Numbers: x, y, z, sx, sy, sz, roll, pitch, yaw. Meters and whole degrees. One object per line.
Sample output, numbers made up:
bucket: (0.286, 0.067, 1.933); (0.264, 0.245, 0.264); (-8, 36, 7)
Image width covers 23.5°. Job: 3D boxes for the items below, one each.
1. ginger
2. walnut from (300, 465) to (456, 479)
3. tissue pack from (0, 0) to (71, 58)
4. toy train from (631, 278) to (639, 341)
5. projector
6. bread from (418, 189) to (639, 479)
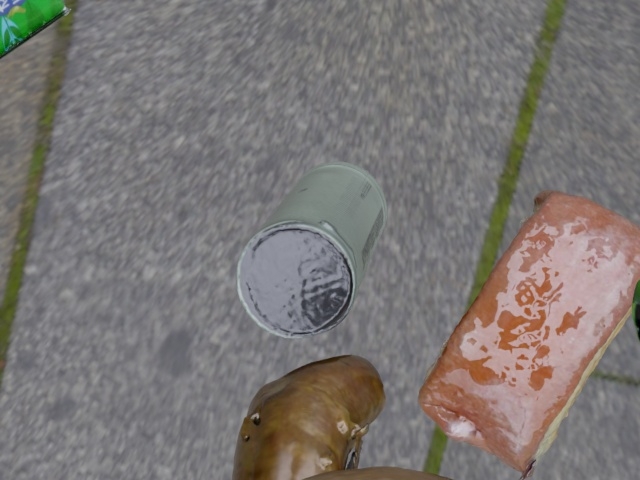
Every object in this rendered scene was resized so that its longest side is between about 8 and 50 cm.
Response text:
ginger: (-0.004, 0.202, 1.116); (0.133, 0.309, 0.107); (-10, 139, 1)
walnut: (0.040, 0.202, 0.650); (0.203, 0.298, 0.203); (0, 89, -12)
tissue pack: (-0.291, -0.137, 0.918); (0.156, 0.209, 0.148); (-6, 121, 48)
toy train: (0.196, 0.052, 0.531); (0.042, 0.209, 0.044); (-22, 120, -26)
projector: (0.000, 0.000, 1.459); (0.108, 0.337, 0.108); (2, 102, 7)
bread: (0.179, 0.071, 1.253); (0.123, 0.190, 0.244); (31, 83, 7)
